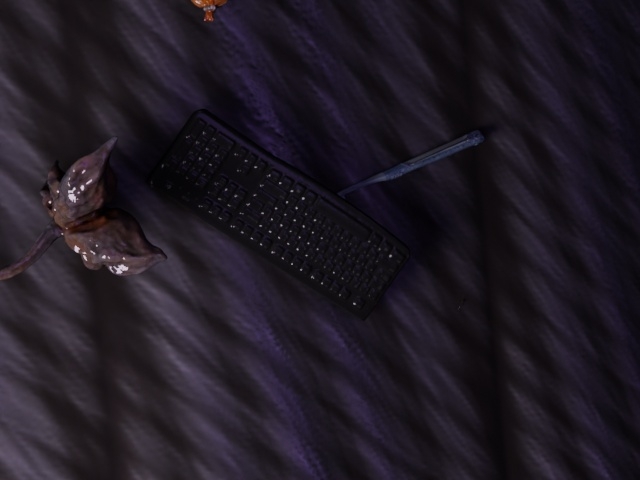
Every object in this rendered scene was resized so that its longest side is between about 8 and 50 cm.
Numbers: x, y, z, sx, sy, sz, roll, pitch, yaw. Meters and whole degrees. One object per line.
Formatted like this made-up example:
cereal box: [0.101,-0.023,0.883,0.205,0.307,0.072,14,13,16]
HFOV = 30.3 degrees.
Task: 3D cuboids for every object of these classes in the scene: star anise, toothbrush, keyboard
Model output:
star anise: [-0.284,-0.002,1.035,0.218,0.148,0.227,36,55,23]
toothbrush: [0.088,-0.074,1.274,0.219,0.016,0.019,-25,102,-24]
keyboard: [0.004,0.005,1.218,0.381,0.041,0.103,32,98,-25]

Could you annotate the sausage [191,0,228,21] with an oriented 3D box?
sausage: [-0.107,-0.388,1.164,0.053,0.053,0.348,1,89,-25]
